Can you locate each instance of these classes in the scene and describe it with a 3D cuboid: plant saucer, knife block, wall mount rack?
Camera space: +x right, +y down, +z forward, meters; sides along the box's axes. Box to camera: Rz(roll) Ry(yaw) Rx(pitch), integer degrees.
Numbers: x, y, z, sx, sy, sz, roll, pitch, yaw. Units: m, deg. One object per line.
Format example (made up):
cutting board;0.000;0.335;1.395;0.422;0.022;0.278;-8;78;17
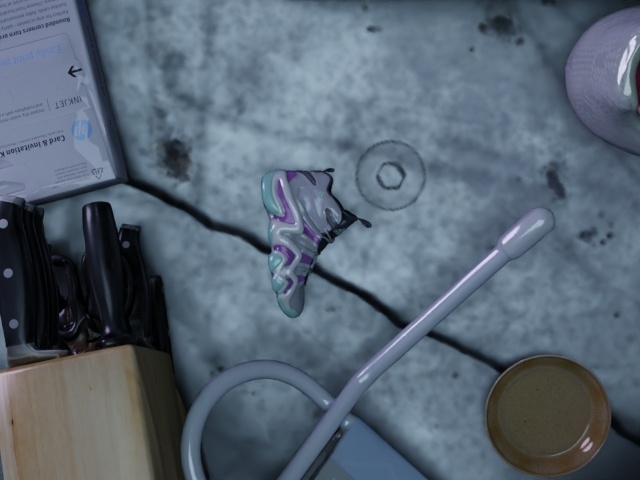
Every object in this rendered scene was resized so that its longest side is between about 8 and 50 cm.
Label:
plant saucer;0.151;0.116;0.769;0.083;0.015;0.083;0;96;3
knife block;-0.138;0.112;0.677;0.088;0.276;0.242;-12;124;5
wall mount rack;0.100;0.168;0.712;0.350;0.130;0.304;44;67;-12

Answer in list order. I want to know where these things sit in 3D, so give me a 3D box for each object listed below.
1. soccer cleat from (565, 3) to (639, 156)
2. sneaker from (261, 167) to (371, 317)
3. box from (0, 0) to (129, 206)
soccer cleat;0.312;-0.073;0.678;0.331;0.143;0.116;7;96;2
sneaker;0.000;0.000;0.753;0.069;0.038;0.098;-6;96;4
box;-0.216;-0.111;0.744;0.145;0.038;0.186;-15;87;4
